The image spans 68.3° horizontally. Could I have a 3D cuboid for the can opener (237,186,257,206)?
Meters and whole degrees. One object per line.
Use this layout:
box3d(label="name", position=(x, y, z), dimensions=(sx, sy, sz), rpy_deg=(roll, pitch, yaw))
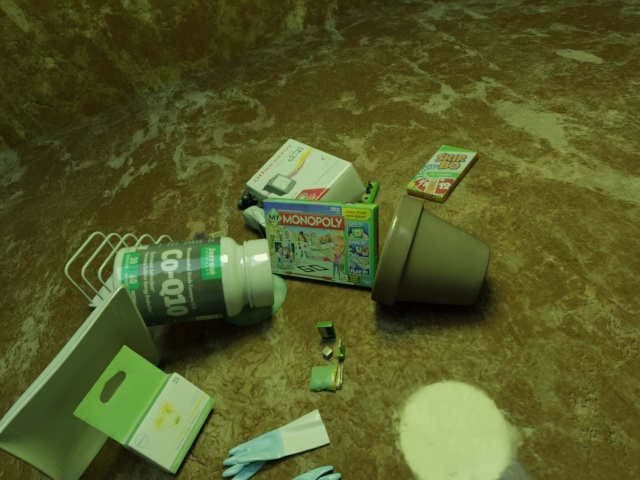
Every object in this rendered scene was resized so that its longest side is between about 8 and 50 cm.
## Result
box3d(label="can opener", position=(-0.233, -0.188, 1.656), dimensions=(0.073, 0.059, 0.186), rpy_deg=(4, 47, 25))

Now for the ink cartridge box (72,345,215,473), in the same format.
box3d(label="ink cartridge box", position=(-0.364, 0.355, 1.003), dimensions=(0.056, 0.235, 0.171), rpy_deg=(-23, 30, 46))

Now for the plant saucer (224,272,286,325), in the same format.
box3d(label="plant saucer", position=(-0.191, 0.146, 1.301), dimensions=(0.195, 0.037, 0.195), rpy_deg=(-10, 43, 10))

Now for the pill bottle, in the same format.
box3d(label="pill bottle", position=(-0.303, 0.098, 1.177), dimensions=(0.361, 0.204, 0.204), rpy_deg=(-7, 41, -7))

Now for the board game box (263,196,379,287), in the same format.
box3d(label="board game box", position=(0.000, 0.000, 1.257), dimensions=(0.317, 0.214, 0.046), rpy_deg=(6, 21, 26))

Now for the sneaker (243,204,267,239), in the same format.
box3d(label="sneaker", position=(-0.156, -0.045, 1.459), dimensions=(0.086, 0.085, 0.237), rpy_deg=(-28, 45, -21))

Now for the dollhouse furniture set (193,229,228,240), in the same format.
box3d(label="dollhouse furniture set", position=(-0.350, 0.019, 1.516), dimensions=(0.114, 0.091, 0.081), rpy_deg=(-20, -6, -35))

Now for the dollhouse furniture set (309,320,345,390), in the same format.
box3d(label="dollhouse furniture set", position=(0.014, 0.264, 1.081), dimensions=(0.076, 0.059, 0.152), rpy_deg=(-6, 43, 15))

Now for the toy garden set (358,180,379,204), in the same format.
box3d(label="toy garden set", position=(0.043, -0.128, 1.496), dimensions=(0.244, 0.049, 0.204), rpy_deg=(4, 46, 24))

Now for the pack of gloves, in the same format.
box3d(label="pack of gloves", position=(-0.084, 0.454, 0.925), dimensions=(0.232, 0.046, 0.195), rpy_deg=(-24, 41, -5))

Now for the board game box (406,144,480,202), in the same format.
box3d(label="board game box", position=(0.390, -0.219, 1.481), dimensions=(0.124, 0.039, 0.259), rpy_deg=(21, 52, 35))

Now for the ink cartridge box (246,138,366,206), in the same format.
box3d(label="ink cartridge box", position=(-0.050, -0.164, 1.453), dimensions=(0.226, 0.131, 0.306), rpy_deg=(-48, 47, -12))

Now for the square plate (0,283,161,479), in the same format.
box3d(label="square plate", position=(-0.491, 0.313, 1.004), dimensions=(0.049, 0.344, 0.347), rpy_deg=(19, 52, 13))

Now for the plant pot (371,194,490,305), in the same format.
box3d(label="plant pot", position=(0.263, 0.047, 1.109), dimensions=(0.229, 0.263, 0.263), rpy_deg=(15, 50, 10))

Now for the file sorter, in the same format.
box3d(label="file sorter", position=(-0.567, 0.089, 1.399), dimensions=(0.277, 0.173, 0.193), rpy_deg=(2, 46, 22))
